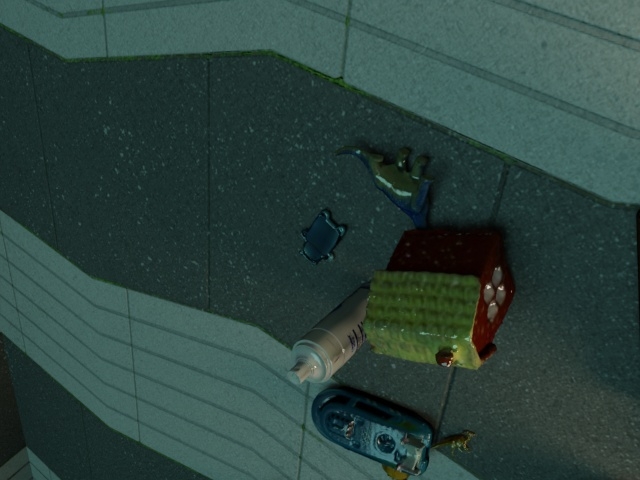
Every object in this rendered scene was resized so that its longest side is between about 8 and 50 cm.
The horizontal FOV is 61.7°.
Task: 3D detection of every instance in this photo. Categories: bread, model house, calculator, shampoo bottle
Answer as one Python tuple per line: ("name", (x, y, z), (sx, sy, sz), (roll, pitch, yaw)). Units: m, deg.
("bread", (0.179, 0.500, 1.228), (0.072, 0.053, 0.106), (22, 116, 21))
("model house", (0.194, 0.107, 0.898), (0.196, 0.254, 0.160), (1, 122, 33))
("calculator", (0.000, 0.000, 1.152), (0.094, 0.019, 0.141), (44, 129, 11))
("shampoo bottle", (0.035, 0.182, 1.024), (0.092, 0.303, 0.092), (15, 119, 30))

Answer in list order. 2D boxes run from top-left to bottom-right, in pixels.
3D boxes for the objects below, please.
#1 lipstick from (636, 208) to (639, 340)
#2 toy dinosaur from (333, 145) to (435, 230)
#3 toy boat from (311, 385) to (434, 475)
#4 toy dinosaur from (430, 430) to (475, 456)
("lipstick", (0.521, 0.121, 0.823), (0.057, 0.057, 0.356), (-1, 109, 35))
("toy dinosaur", (0.134, -0.076, 1.001), (0.248, 0.075, 0.188), (23, 132, 19))
("toy boat", (0.095, 0.421, 1.195), (0.299, 0.092, 0.134), (11, 92, 31))
("toy dinosaur", (0.285, 0.438, 1.143), (0.113, 0.026, 0.041), (-37, 81, 30))
